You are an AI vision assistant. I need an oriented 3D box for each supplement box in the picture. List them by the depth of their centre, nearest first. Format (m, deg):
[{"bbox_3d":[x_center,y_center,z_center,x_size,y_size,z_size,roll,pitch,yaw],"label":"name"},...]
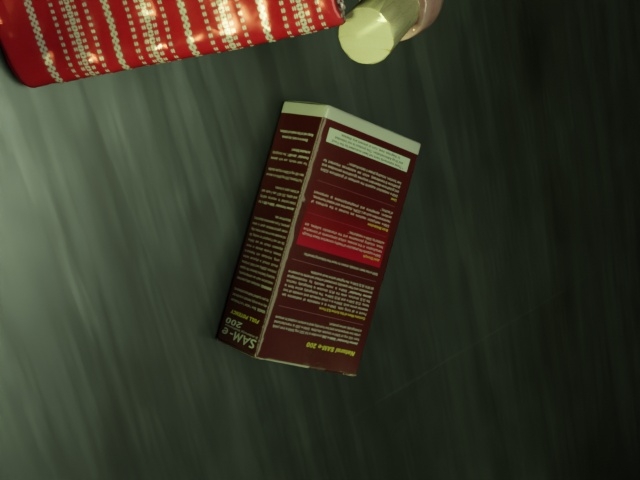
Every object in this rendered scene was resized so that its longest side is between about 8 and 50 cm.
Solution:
[{"bbox_3d":[0.000,0.000,0.955,0.130,0.073,0.240,17,88,-39],"label":"supplement box"}]

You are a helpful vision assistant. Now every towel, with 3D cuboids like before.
[{"bbox_3d":[-0.134,-0.219,0.695,0.031,0.274,0.199,-59,138,-57],"label":"towel"}]

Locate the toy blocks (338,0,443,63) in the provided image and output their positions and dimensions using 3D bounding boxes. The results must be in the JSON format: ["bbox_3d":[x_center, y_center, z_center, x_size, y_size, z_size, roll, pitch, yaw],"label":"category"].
[{"bbox_3d":[-0.048,-0.316,0.787,0.260,0.308,0.289,-57,150,-57],"label":"toy blocks"}]
